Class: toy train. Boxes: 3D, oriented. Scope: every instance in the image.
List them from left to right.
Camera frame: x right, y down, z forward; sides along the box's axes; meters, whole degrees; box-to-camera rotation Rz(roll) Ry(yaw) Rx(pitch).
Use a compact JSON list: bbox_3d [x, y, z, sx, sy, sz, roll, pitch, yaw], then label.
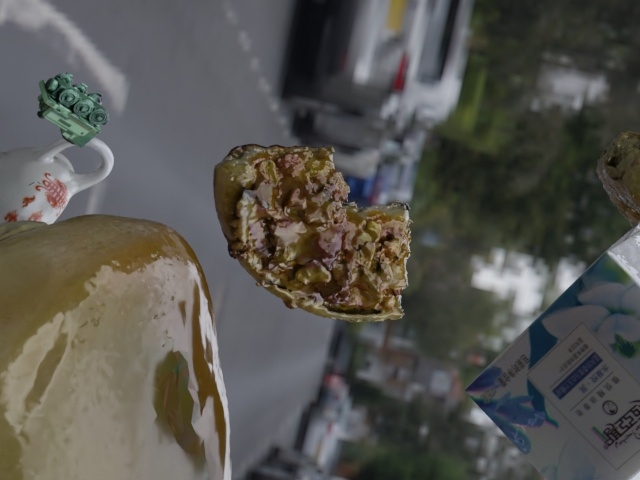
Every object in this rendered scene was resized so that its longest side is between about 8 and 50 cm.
[{"bbox_3d":[-0.243,-0.128,1.810,0.083,0.053,0.033,32,27,-46],"label":"toy train"}]

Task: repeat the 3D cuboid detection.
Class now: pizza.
[{"bbox_3d":[0.000,0.000,1.897,0.161,0.305,0.085,-39,-140,15],"label":"pizza"}]

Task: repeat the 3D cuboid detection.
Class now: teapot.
[{"bbox_3d":[-0.336,-0.045,2.087,0.245,0.116,0.159,-29,-167,26],"label":"teapot"}]

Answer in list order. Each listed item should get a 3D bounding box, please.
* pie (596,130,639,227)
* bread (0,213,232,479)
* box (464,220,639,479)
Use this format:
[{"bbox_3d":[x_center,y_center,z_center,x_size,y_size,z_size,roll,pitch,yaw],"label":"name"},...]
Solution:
[{"bbox_3d":[0.456,0.007,2.224,0.083,0.339,0.339,-40,174,-3],"label":"pie"},{"bbox_3d":[-0.210,0.168,1.522,0.348,0.253,0.376,-12,100,-58],"label":"bread"},{"bbox_3d":[0.326,0.146,2.091,0.274,0.203,0.116,-48,171,37],"label":"box"}]
